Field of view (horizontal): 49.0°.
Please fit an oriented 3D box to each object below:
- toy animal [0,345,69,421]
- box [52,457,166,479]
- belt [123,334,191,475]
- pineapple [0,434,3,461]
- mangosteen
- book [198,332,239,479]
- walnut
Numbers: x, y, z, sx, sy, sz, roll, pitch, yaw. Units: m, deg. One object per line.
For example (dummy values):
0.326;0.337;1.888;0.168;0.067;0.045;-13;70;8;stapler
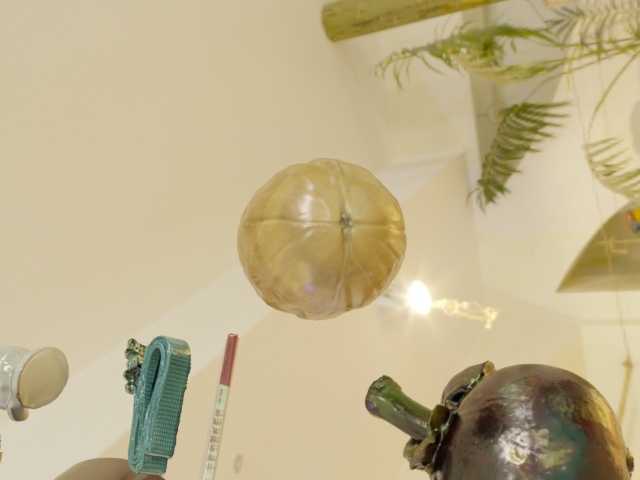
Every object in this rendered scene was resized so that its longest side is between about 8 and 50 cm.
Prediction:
-0.521;0.213;1.129;0.104;0.220;0.131;-58;-33;-45;toy animal
-0.348;0.494;1.096;0.216;0.300;0.301;-60;-45;-54;box
-0.225;0.217;0.934;0.065;0.100;0.179;27;-120;-43;belt
-0.651;0.311;1.223;0.141;0.310;0.170;26;-77;-41;pineapple
0.177;0.234;0.739;0.231;0.289;0.232;12;-90;-69;mangosteen
-0.141;0.252;0.956;0.162;0.022;0.232;117;163;-72;book
0.000;0.000;0.697;0.197;0.165;0.165;120;156;-73;walnut
